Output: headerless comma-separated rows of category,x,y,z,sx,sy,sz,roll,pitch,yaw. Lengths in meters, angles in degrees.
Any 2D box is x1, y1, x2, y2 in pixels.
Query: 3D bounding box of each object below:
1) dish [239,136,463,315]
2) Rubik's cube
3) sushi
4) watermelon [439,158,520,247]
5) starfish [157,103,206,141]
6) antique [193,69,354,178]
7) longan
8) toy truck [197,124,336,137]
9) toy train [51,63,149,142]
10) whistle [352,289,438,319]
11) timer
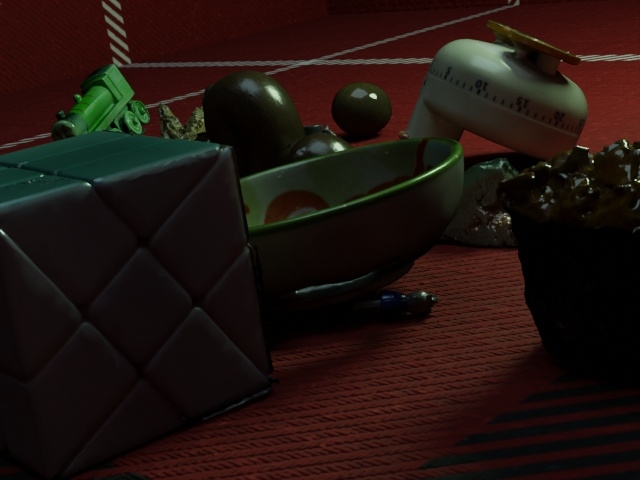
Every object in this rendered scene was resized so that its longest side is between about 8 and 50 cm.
dish,0.000,0.000,1.232,0.324,0.124,0.324,-15,13,3
Rubik's cube,-0.203,0.040,1.036,0.231,0.221,0.225,-19,19,-34
sushi,0.320,-0.003,0.955,0.349,0.207,0.234,1,25,39
watermelon,0.182,-0.035,1.381,0.155,0.101,0.080,-9,24,35
starfish,-0.251,-0.148,1.983,0.301,0.084,0.293,-26,22,3
antique,-0.050,-0.115,1.550,0.121,0.143,0.257,-21,52,-41
longan,0.072,-0.220,2.059,0.113,0.092,0.113,-3,-9,0
toy truck,-0.077,-0.107,1.716,0.216,0.110,0.116,-6,5,10
toy train,-0.347,-0.183,1.904,0.085,0.119,0.251,-26,20,21
whistle,0.072,0.062,1.176,0.083,0.029,0.033,-4,-21,-1
timer,0.242,-0.171,1.689,0.233,0.240,0.233,22,12,-5
